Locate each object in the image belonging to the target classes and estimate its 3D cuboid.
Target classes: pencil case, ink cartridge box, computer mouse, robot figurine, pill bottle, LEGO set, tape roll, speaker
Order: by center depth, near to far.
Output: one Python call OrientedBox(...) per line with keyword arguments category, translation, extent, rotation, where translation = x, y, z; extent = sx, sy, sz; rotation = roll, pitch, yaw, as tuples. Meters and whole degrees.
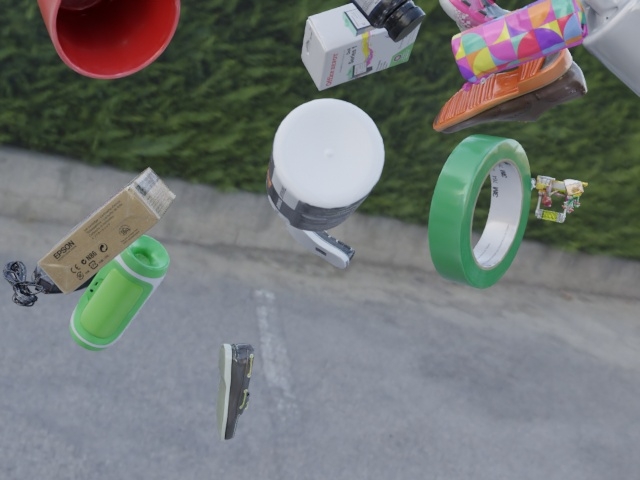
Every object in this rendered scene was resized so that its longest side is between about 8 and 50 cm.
OrientedBox(category="pill bottle", translation=(-0.003, -0.082, 1.047), extent=(0.130, 0.131, 0.246), rotation=(20, -10, -3))
OrientedBox(category="pencil case", translation=(0.349, -0.353, 1.463), extent=(0.236, 0.104, 0.104), rotation=(-20, -3, 27))
OrientedBox(category="robot figurine", translation=(0.634, -0.372, 1.541), extent=(0.353, 0.200, 0.300), rotation=(39, 2, -7))
OrientedBox(category="ink cartridge box", translation=(-0.399, -0.023, 1.574), extent=(0.088, 0.234, 0.193), rotation=(50, 9, -13))
OrientedBox(category="tape roll", translation=(0.342, -0.060, 1.757), extent=(0.077, 0.321, 0.321), rotation=(15, 10, 35))
OrientedBox(category="pill bottle", translation=(0.134, -0.564, 1.893), extent=(0.219, 0.123, 0.123), rotation=(50, 19, 2))
OrientedBox(category="speaker", translation=(-0.465, 0.123, 1.905), extent=(0.131, 0.296, 0.131), rotation=(29, 31, -19))
OrientedBox(category="computer mouse", translation=(-0.623, 0.082, 2.030), extent=(0.272, 0.072, 0.188), rotation=(-22, 38, -20))
OrientedBox(category="LEGO set", translation=(0.582, -0.098, 2.045), extent=(0.132, 0.107, 0.287), rotation=(9, 6, -19))
OrientedBox(category="ink cartridge box", translation=(0.104, -0.528, 2.190), extent=(0.278, 0.201, 0.117), rotation=(-21, 73, -13))

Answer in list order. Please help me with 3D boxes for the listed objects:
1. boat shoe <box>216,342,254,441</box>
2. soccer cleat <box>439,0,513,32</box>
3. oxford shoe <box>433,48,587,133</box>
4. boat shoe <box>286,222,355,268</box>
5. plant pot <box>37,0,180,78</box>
OrientedBox(category="boat shoe", translation=(-0.179, 0.322, 1.745), extent=(0.068, 0.228, 0.081), rotation=(-1, 22, -19))
OrientedBox(category="soccer cleat", translation=(0.361, -0.462, 1.832), extent=(0.331, 0.143, 0.116), rotation=(10, 54, -37))
OrientedBox(category="oxford shoe", translation=(0.413, -0.299, 1.849), extent=(0.363, 0.130, 0.132), rotation=(-18, -52, 44))
OrientedBox(category="boat shoe", translation=(0.000, 0.000, 1.555), extent=(0.142, 0.049, 0.040), rotation=(35, 57, 11))
OrientedBox(category="plant pot", translation=(-0.462, -0.509, 1.705), extent=(0.275, 0.275, 0.243), rotation=(4, 35, -45))
